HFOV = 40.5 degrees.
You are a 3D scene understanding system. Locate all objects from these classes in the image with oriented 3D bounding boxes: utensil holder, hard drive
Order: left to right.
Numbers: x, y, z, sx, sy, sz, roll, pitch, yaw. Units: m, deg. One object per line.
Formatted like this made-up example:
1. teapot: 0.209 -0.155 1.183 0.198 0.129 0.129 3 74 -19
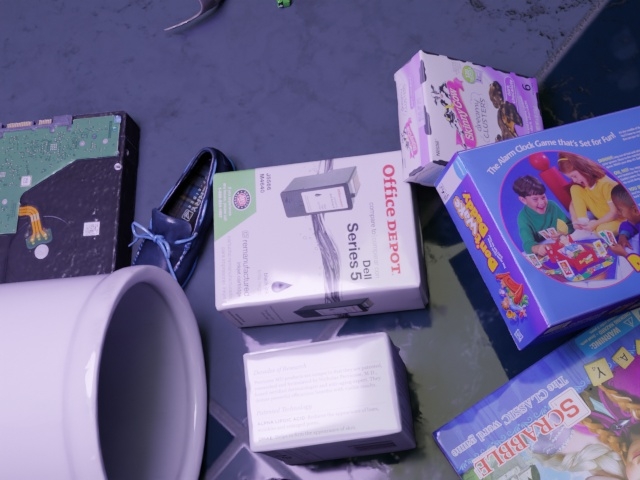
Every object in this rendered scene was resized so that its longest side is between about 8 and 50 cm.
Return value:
1. utensil holder: -0.376 0.208 1.083 0.385 0.327 0.328 -5 70 14
2. hard drive: -0.400 -0.023 1.304 0.236 0.064 0.339 -5 71 10

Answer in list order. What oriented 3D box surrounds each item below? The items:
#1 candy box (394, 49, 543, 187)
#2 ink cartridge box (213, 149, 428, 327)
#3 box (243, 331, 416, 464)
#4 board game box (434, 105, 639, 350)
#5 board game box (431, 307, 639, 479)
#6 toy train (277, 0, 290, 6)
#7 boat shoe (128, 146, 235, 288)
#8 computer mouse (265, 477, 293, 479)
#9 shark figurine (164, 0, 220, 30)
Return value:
1. candy box: 0.203 -0.150 1.165 0.196 0.070 0.165 7 69 -26
2. ink cartridge box: 0.000 0.000 1.184 0.272 0.115 0.198 -7 69 9
3. box: 0.016 0.201 1.075 0.181 0.181 0.119 -10 69 9
4. board game box: 0.347 -0.031 1.066 0.347 0.078 0.233 -15 68 -21
5. board game box: 0.353 0.280 1.040 0.318 0.066 0.318 -34 68 -2
6. toy train: -0.063 -0.411 1.395 0.023 0.017 0.083 -8 69 -1
7. boat shoe: -0.218 -0.024 1.252 0.109 0.089 0.258 17 76 17
8. computer mouse: -0.122 0.348 1.129 0.242 0.041 0.071 -9 69 8
9. shark figurine: -0.188 -0.473 1.417 0.116 0.166 0.278 -4 87 37
